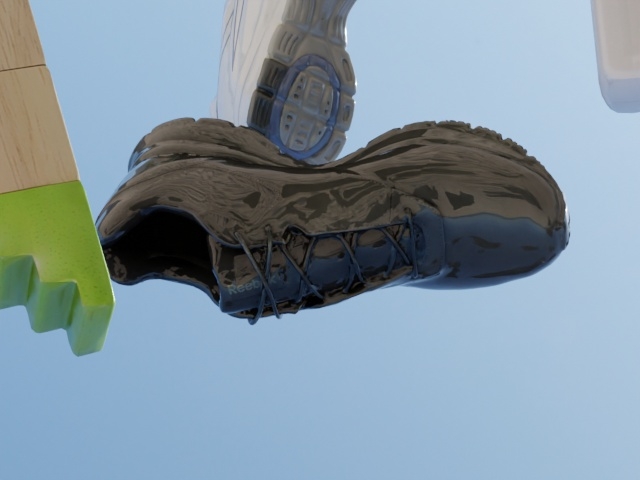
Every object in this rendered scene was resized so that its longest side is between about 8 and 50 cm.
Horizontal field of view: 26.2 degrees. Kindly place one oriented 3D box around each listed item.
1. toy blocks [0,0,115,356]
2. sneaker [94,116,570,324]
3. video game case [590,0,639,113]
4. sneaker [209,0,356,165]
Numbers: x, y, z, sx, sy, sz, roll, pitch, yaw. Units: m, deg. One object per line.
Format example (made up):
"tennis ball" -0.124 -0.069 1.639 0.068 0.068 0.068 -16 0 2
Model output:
"toy blocks" -0.257 -0.103 0.518 0.261 0.191 0.381 -12 -110 -20
"sneaker" 0.000 0.000 0.801 0.286 0.109 0.130 1 -150 21
"video game case" 0.172 -0.141 0.332 0.227 0.026 0.206 -7 -110 13
"sneaker" -0.021 -0.197 1.027 0.111 0.297 0.129 16 -174 -36
